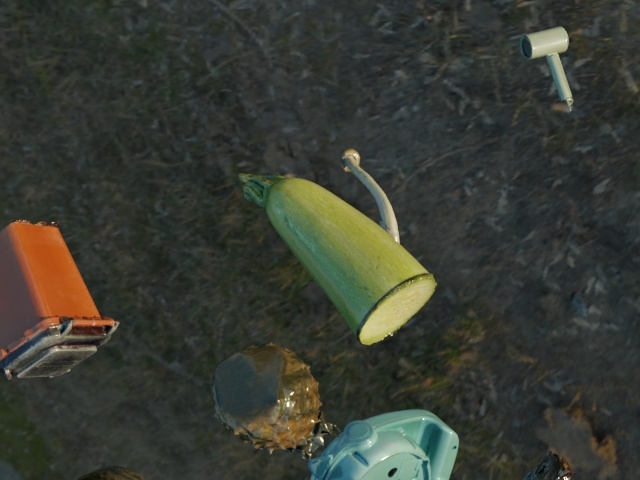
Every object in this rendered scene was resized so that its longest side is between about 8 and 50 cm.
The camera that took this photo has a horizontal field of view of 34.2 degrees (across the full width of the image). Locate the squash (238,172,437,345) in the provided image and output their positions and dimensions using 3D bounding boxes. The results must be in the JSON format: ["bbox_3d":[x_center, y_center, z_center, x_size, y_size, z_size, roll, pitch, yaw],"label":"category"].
[{"bbox_3d":[0.000,0.000,1.001,0.224,0.094,0.094,42,118,23],"label":"squash"}]

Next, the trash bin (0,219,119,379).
[{"bbox_3d":[-0.460,0.091,1.718,0.184,0.161,0.239,-32,70,26],"label":"trash bin"}]

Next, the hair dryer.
[{"bbox_3d":[0.332,-0.241,1.485,0.063,0.038,0.124,-15,83,-14],"label":"hair dryer"}]

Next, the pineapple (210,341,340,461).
[{"bbox_3d":[-0.039,0.176,1.070,0.108,0.198,0.108,-8,63,15],"label":"pineapple"}]

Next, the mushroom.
[{"bbox_3d":[0.097,-0.052,1.809,0.043,0.068,0.306,-17,55,-8],"label":"mushroom"}]

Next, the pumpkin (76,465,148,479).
[{"bbox_3d":[-0.342,0.416,1.535,0.248,0.131,0.126,-35,93,26],"label":"pumpkin"}]

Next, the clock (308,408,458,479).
[{"bbox_3d":[0.086,0.395,1.678,0.094,0.274,0.224,34,118,46],"label":"clock"}]

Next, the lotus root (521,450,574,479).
[{"bbox_3d":[0.261,0.428,1.373,0.078,0.167,0.329,25,109,-3],"label":"lotus root"}]
